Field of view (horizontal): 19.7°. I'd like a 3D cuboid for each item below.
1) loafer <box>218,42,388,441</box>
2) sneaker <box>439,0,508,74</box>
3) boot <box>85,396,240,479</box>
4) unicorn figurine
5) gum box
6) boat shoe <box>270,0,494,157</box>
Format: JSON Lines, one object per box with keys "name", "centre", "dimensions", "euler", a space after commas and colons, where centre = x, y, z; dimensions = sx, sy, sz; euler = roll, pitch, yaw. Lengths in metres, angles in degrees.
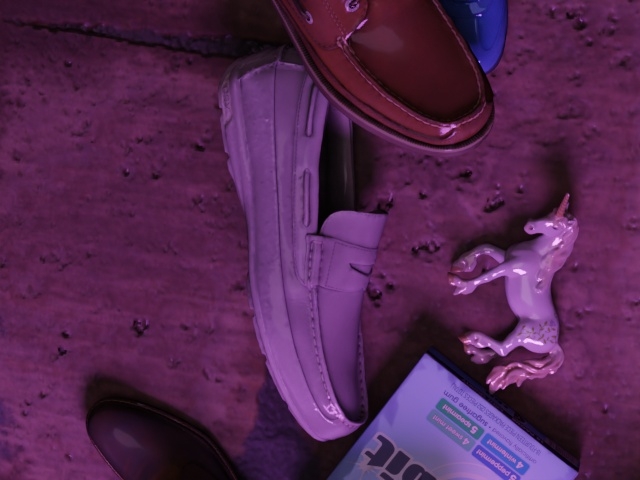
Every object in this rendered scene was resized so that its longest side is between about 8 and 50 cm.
{"name": "loafer", "centre": [0.000, 0.000, 1.472], "dimensions": [0.111, 0.112, 0.320], "euler": [-10, 93, 21]}
{"name": "sneaker", "centre": [0.109, -0.232, 1.443], "dimensions": [0.069, 0.082, 0.209], "euler": [-1, 97, 10]}
{"name": "boot", "centre": [-0.116, 0.212, 1.518], "dimensions": [0.219, 0.106, 0.082], "euler": [38, 101, 5]}
{"name": "unicorn figurine", "centre": [0.160, 0.036, 1.475], "dimensions": [0.111, 0.060, 0.162], "euler": [-10, 109, 12]}
{"name": "gum box", "centre": [0.095, 0.207, 1.508], "dimensions": [0.157, 0.041, 0.184], "euler": [38, 101, 5]}
{"name": "boat shoe", "centre": [0.020, -0.194, 1.411], "dimensions": [0.110, 0.104, 0.307], "euler": [-38, 75, -18]}
